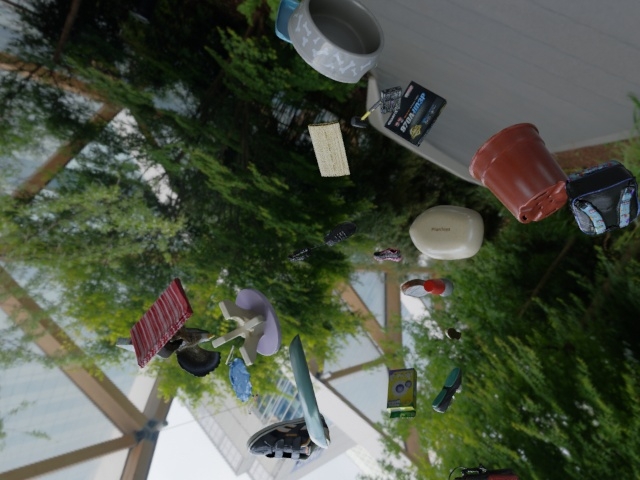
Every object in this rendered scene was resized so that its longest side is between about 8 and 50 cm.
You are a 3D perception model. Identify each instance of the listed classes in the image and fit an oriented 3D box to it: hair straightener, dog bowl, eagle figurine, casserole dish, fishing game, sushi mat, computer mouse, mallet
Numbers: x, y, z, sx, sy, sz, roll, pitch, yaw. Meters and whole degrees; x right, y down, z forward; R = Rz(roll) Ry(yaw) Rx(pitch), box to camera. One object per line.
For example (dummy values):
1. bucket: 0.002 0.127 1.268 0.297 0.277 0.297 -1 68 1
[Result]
1. hair straightener: 0.562 0.824 1.487 0.231 0.047 0.089 -9 -179 6
2. dog bowl: 0.067 -0.713 1.457 0.349 0.102 0.348 12 -118 -23
3. eagle figurine: -0.554 0.440 1.822 0.225 0.226 0.298 16 148 9
4. casserole dish: -0.106 -0.783 1.527 0.114 0.188 0.037 15 160 -21
5. fishing game: -0.327 0.583 1.777 0.041 0.189 0.264 -5 -140 -38
6. sushi mat: 0.045 -0.435 2.059 0.152 0.316 0.019 -1 -130 15
7. computer mouse: 0.000 0.000 1.336 0.041 0.242 0.071 60 -172 -27
8. mallet: 0.178 -0.490 1.618 0.062 0.039 0.190 -1 164 -20

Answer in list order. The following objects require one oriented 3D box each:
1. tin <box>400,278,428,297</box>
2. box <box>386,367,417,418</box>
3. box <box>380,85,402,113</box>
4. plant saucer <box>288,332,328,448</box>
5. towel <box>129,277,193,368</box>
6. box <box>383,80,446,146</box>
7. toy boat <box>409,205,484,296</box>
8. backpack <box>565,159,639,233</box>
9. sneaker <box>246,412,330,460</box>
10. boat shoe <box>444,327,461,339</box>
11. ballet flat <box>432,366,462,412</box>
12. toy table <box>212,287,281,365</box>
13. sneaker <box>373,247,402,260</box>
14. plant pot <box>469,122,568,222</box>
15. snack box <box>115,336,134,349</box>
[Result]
1. tin: 0.458 0.226 2.001 0.190 0.106 0.040 15 -138 -41
2. box: 0.301 0.565 1.571 0.043 0.105 0.179 52 -146 -35
3. box: 0.236 -0.468 1.418 0.067 0.083 0.018 -16 -126 -5
4. plant saucer: -0.039 0.423 1.197 0.044 0.317 0.317 -15 -158 -5
5. towel: -0.558 0.278 1.471 0.031 0.275 0.199 38 -174 -44
6. box: 0.404 -0.538 1.813 0.175 0.220 0.051 36 -163 14
7. toy boat: 0.431 0.037 1.483 0.268 0.318 0.148 10 180 43
8. backpack: 0.758 -0.105 1.142 0.173 0.158 0.116 48 -149 -35
9. sneaker: -0.112 0.763 1.611 0.321 0.126 0.127 -10 -145 -21
10. boat shoe: 0.584 0.416 1.904 0.045 0.050 0.135 15 168 44
11. ballet flat: 0.538 0.624 1.758 0.074 0.203 0.074 35 163 13
12. toy table: -0.278 0.324 1.611 0.274 0.252 0.161 52 -154 14
13. sneaker: 0.274 0.051 1.745 0.119 0.057 0.047 0 -139 20
14. plant pot: 0.716 -0.222 1.496 0.273 0.272 0.265 15 -138 -41
15. snack box: -0.764 0.443 1.780 0.100 0.037 0.141 -10 147 27
